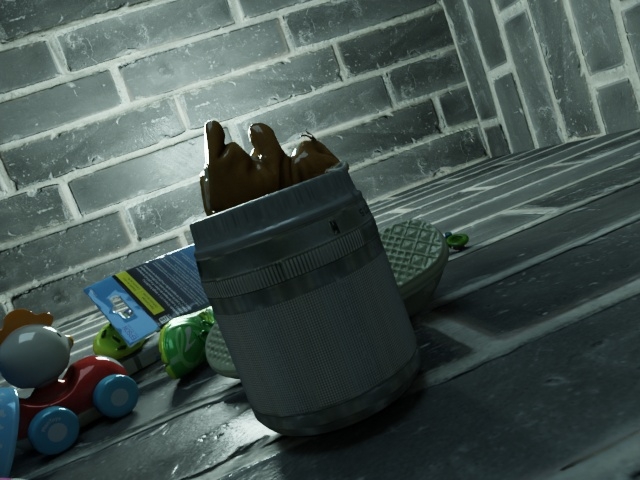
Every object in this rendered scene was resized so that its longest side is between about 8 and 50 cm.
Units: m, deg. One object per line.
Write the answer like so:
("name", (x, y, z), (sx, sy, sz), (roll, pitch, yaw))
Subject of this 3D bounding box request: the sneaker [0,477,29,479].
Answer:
("sneaker", (-0.295, 0.283, 0.497), (0.252, 0.103, 0.111), (3, -16, 26))

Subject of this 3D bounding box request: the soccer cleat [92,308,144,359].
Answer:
("soccer cleat", (-0.483, 0.240, 1.247), (0.121, 0.093, 0.289), (-51, 8, 6))

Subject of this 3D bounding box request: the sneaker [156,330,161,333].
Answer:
("sneaker", (-0.361, 0.208, 1.423), (0.232, 0.090, 0.115), (-28, 12, 12))

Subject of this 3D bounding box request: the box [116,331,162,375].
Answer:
("box", (-0.434, 0.275, 1.235), (0.145, 0.038, 0.186), (-14, 10, 45))

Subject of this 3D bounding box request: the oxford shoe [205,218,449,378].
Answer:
("oxford shoe", (0.016, 0.118, 0.870), (0.449, 0.169, 0.130), (-27, -35, 4))

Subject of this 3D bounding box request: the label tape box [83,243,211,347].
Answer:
("label tape box", (-0.352, 0.145, 1.253), (0.347, 0.115, 0.249), (-27, 43, -36))

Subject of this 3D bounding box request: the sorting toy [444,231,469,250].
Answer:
("sorting toy", (0.303, 0.012, 1.212), (0.102, 0.042, 0.061), (-3, 29, 26))

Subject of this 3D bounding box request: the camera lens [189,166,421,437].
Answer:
("camera lens", (-0.016, 0.074, 0.621), (0.219, 0.274, 0.219), (-20, 7, 3))

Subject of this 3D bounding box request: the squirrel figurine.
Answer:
("squirrel figurine", (-0.105, -0.112, 1.333), (0.370, 0.397, 0.281), (-5, -30, -19))

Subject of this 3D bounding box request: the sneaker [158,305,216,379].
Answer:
("sneaker", (-0.221, 0.182, 1.054), (0.123, 0.109, 0.295), (-21, 5, 24))

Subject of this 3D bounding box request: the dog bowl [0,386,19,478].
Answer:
("dog bowl", (-0.528, 0.277, 0.759), (0.074, 0.166, 0.297), (17, -3, -41))

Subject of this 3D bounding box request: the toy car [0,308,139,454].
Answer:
("toy car", (-0.479, 0.225, 0.922), (0.210, 0.238, 0.219), (-25, 9, -38))
